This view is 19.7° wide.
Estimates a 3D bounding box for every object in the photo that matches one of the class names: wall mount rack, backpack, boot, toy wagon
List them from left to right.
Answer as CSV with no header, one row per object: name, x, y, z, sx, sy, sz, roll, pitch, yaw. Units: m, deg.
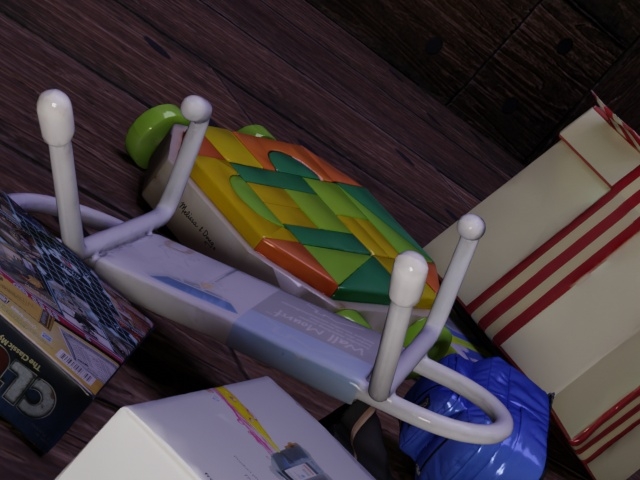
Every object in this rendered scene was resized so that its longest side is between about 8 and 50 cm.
wall mount rack,-0.035,0.004,1.071,0.350,0.130,0.304,24,12,9
toy wagon,0.000,0.000,1.503,0.267,0.068,0.344,49,22,28
boot,0.030,0.172,1.090,0.137,0.077,0.198,54,14,-1
backpack,0.107,0.149,1.331,0.101,0.098,0.120,30,27,-13

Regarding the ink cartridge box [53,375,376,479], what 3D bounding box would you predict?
ink cartridge box,-0.045,0.145,0.741,0.127,0.128,0.176,44,11,13

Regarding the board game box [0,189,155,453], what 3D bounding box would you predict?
board game box,-0.205,-0.003,0.971,0.243,0.042,0.165,42,11,-2

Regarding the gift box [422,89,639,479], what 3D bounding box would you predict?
gift box,0.266,0.033,1.740,0.276,0.258,0.255,52,-1,33

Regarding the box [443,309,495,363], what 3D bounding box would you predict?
box,0.111,0.098,1.659,0.178,0.042,0.109,48,13,32
